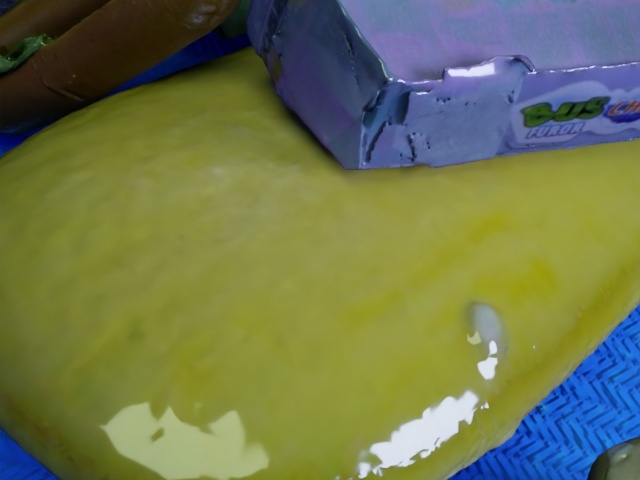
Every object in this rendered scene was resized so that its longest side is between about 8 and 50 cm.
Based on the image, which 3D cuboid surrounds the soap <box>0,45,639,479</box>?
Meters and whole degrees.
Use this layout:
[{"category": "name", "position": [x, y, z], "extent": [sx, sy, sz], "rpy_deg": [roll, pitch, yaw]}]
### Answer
[{"category": "soap", "position": [0.000, 0.002, 0.771], "extent": [0.427, 0.115, 0.306], "rpy_deg": [-28, 59, -37]}]

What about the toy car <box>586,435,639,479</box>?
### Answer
[{"category": "toy car", "position": [0.162, 0.226, 0.675], "extent": [0.124, 0.101, 0.256], "rpy_deg": [-14, 64, -4]}]

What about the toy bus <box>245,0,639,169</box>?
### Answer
[{"category": "toy bus", "position": [0.125, -0.116, 0.775], "extent": [0.317, 0.112, 0.138], "rpy_deg": [-9, 56, -24]}]

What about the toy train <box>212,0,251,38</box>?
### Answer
[{"category": "toy train", "position": [-0.005, -0.239, 0.893], "extent": [0.304, 0.150, 0.221], "rpy_deg": [-37, 64, -20]}]

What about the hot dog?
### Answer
[{"category": "hot dog", "position": [-0.141, -0.131, 0.810], "extent": [0.068, 0.249, 0.100], "rpy_deg": [-2, 73, -50]}]
